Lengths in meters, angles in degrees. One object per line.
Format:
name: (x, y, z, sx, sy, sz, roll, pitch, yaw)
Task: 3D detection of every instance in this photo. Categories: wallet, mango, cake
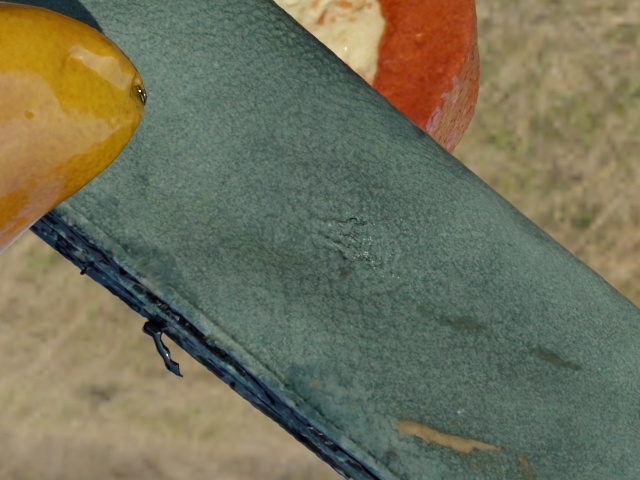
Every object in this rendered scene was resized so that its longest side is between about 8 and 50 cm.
wallet: (0.000, 0.000, 0.734, 0.379, 0.191, 0.046, 40, 135, 4)
mango: (-0.145, -0.034, 0.607, 0.084, 0.159, 0.105, 29, 151, 42)
cake: (-0.005, -0.079, 1.067, 0.177, 0.283, 0.151, 32, 165, 13)
